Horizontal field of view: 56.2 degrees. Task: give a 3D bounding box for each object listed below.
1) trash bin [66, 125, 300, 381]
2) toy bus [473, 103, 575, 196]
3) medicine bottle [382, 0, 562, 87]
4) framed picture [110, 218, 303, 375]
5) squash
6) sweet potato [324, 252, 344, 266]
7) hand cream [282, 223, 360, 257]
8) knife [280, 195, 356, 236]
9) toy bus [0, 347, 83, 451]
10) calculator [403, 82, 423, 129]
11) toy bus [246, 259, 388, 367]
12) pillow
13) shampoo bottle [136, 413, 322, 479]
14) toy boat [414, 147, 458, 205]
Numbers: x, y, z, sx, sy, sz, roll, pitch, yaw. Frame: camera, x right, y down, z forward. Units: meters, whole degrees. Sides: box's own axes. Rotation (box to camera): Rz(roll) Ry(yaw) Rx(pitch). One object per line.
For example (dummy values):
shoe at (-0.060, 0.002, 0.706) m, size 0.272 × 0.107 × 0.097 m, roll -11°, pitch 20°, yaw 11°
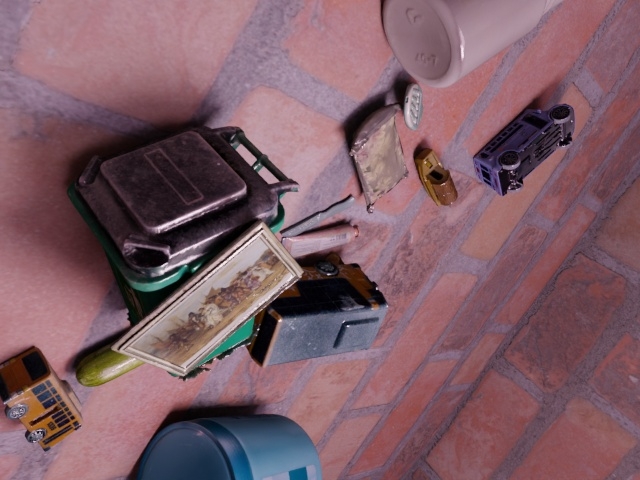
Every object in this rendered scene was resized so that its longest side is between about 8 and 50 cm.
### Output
trash bin at (-0.213, 0.023, 1.005) m, size 0.295 × 0.259 × 0.381 m, roll -27°, pitch 147°, yaw -28°
toy bus at (0.571, -0.266, 1.669) m, size 0.292 × 0.133 × 0.125 m, roll -41°, pitch 140°, yaw -7°
medicine bottle at (0.304, -0.455, 1.124) m, size 0.339 × 0.208 × 0.208 m, roll -36°, pitch 144°, yaw -18°
framed picture at (-0.154, 0.100, 0.902) m, size 0.274 × 0.017 × 0.217 m, roll -41°, pitch 153°, yaw -2°
squash at (-0.360, 0.212, 1.171) m, size 0.239 × 0.069 × 0.069 m, roll -26°, pitch 140°, yaw -30°
sweet potato at (0.042, 0.079, 1.496) m, size 0.049 × 0.049 × 0.117 m, roll -40°, pitch 141°, yaw -12°
hand cream at (0.000, 0.000, 1.387) m, size 0.209 × 0.043 × 0.067 m, roll -14°, pitch 135°, yaw -30°
knife at (-0.003, -0.052, 1.351) m, size 0.210 × 0.015 × 0.028 m, roll -28°, pitch 148°, yaw -25°
toy bus at (-0.499, 0.284, 1.070) m, size 0.103 × 0.091 × 0.182 m, roll -30°, pitch 140°, yaw -24°
calculator at (0.201, -0.288, 1.293) m, size 0.153 × 0.021 × 0.095 m, roll -5°, pitch 103°, yaw -73°
toy bus at (-0.023, 0.158, 1.351) m, size 0.323 × 0.194 × 0.162 m, roll -2°, pitch 125°, yaw -34°
pillow at (0.124, -0.183, 1.320) m, size 0.169 × 0.059 × 0.255 m, roll -49°, pitch 149°, yaw -18°
shampoo bottle at (-0.215, 0.603, 1.482) m, size 0.342 × 0.331 × 0.331 m, roll 17°, pitch 110°, yaw -55°
toy boat at (0.295, -0.156, 1.512) m, size 0.068 × 0.088 × 0.226 m, roll -45°, pitch 146°, yaw -3°
